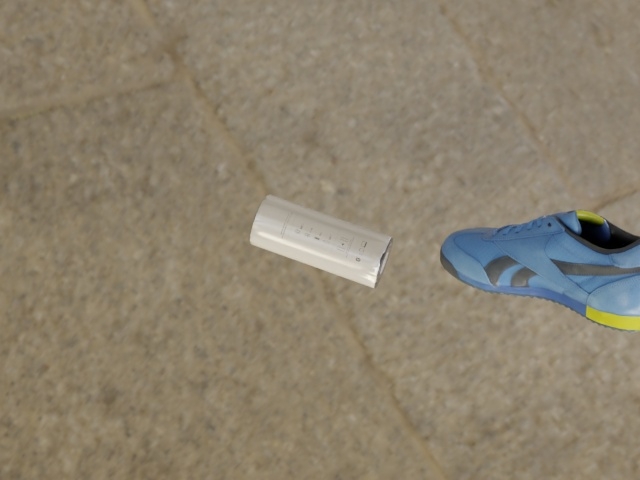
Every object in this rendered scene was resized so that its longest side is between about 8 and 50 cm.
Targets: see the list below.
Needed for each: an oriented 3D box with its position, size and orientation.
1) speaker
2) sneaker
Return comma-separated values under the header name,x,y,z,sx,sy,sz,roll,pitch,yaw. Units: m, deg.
name,x,y,z,sx,sy,sz,roll,pitch,yaw
speaker,0.000,0.000,1.199,0.136,0.055,0.055,19,47,8
sneaker,0.175,0.004,0.911,0.069,0.209,0.082,-25,117,-35
